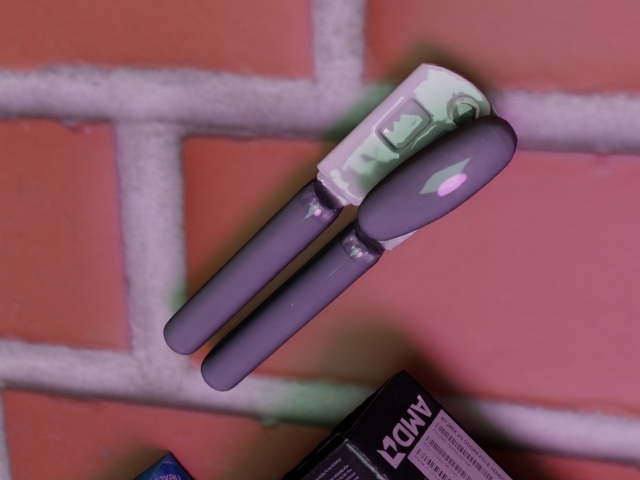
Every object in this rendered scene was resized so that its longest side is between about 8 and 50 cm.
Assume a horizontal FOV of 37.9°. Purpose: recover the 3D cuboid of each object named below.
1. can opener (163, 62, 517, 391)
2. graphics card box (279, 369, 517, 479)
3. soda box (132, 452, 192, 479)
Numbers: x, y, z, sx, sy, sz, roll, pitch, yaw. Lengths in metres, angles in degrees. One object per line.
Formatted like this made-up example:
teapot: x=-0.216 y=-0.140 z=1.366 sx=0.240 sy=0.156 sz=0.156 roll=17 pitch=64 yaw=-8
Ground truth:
can opener: x=0.000 y=0.000 z=0.587 sx=0.074 sy=0.093 sz=0.280 roll=47 pitch=117 yaw=-3
graphics card box: x=0.103 y=0.289 z=0.600 sx=0.371 sy=0.094 sz=0.233 roll=43 pitch=127 yaw=5
soda box: x=-0.177 y=0.255 z=0.720 sx=0.210 sy=0.071 sz=0.067 roll=-39 pitch=93 yaw=22
